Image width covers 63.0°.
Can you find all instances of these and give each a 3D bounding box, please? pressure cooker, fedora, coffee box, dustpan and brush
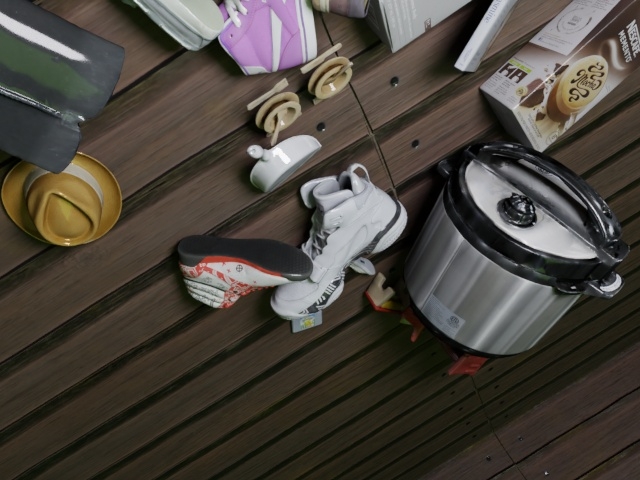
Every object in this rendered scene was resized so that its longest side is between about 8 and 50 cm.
[{"bbox_3d":[0.409,0.010,1.125,0.370,0.375,0.420,13,134,-5],"label":"pressure cooker"},{"bbox_3d":[-0.422,-0.053,0.863,0.195,0.079,0.194,-15,132,-17],"label":"fedora"},{"bbox_3d":[0.505,-0.349,1.077,0.297,0.118,0.168,-43,134,12],"label":"coffee box"},{"bbox_3d":[-0.083,-0.144,0.935,0.147,0.211,0.060,-40,92,13],"label":"dustpan and brush"}]

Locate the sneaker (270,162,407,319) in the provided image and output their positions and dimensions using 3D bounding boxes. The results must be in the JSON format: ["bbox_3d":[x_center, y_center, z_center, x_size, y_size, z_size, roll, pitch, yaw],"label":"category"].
[{"bbox_3d":[0.000,0.000,1.102,0.366,0.137,0.210,-42,134,3],"label":"sneaker"}]

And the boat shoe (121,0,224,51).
[{"bbox_3d":[-0.240,-0.344,0.704,0.228,0.079,0.081,37,135,-28],"label":"boat shoe"}]

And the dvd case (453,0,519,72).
[{"bbox_3d":[0.325,-0.413,0.918,0.252,0.022,0.180,-60,168,26],"label":"dvd case"}]

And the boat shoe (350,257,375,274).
[{"bbox_3d":[0.096,0.063,1.280,0.035,0.035,0.100,-23,147,32],"label":"boat shoe"}]

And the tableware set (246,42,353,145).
[{"bbox_3d":[-0.023,-0.243,0.901,0.194,0.039,0.128,-34,165,2],"label":"tableware set"}]

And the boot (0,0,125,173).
[{"bbox_3d":[-0.429,-0.307,0.586,0.445,0.146,0.367,29,120,-38],"label":"boot"}]

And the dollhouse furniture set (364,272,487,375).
[{"bbox_3d":[0.291,0.234,1.410,0.374,0.201,0.152,14,120,-37],"label":"dollhouse furniture set"}]

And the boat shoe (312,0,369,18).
[{"bbox_3d":[0.076,-0.452,0.728,0.093,0.103,0.285,23,101,3],"label":"boat shoe"}]

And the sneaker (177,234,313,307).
[{"bbox_3d":[-0.150,0.073,1.060,0.270,0.090,0.144,8,132,3],"label":"sneaker"}]

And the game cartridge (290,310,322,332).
[{"bbox_3d":[-0.035,0.204,1.340,0.083,0.017,0.055,-16,130,-16],"label":"game cartridge"}]

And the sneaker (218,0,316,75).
[{"bbox_3d":[-0.101,-0.368,0.751,0.161,0.102,0.282,-19,134,-9],"label":"sneaker"}]

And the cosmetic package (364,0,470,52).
[{"bbox_3d":[0.179,-0.429,0.829,0.238,0.107,0.127,-32,153,5],"label":"cosmetic package"}]
